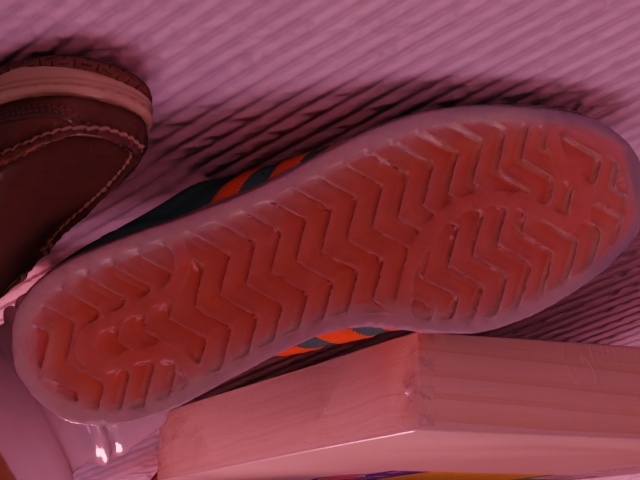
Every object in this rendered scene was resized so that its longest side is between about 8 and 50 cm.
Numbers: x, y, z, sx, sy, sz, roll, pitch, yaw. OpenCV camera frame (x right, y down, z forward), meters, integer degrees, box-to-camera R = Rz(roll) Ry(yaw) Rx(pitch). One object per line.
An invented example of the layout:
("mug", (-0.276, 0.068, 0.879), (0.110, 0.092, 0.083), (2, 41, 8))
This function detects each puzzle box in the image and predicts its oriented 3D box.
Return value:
("puzzle box", (0.086, 0.116, 1.001), (0.272, 0.052, 0.409), (5, 167, -24))

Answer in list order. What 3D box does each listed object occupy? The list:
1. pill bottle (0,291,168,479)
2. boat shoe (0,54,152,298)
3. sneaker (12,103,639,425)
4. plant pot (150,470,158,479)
("pill bottle", (-0.202, 0.116, 0.849), (0.229, 0.131, 0.131), (-33, 165, -21))
("boat shoe", (-0.165, 0.006, 0.741), (0.095, 0.095, 0.257), (15, 149, -39))
("sneaker", (0.000, 0.000, 0.777), (0.302, 0.108, 0.121), (-15, -169, -4))
("plant pot", (-0.049, 0.252, 1.228), (0.174, 0.191, 0.191), (19, 147, -32))
